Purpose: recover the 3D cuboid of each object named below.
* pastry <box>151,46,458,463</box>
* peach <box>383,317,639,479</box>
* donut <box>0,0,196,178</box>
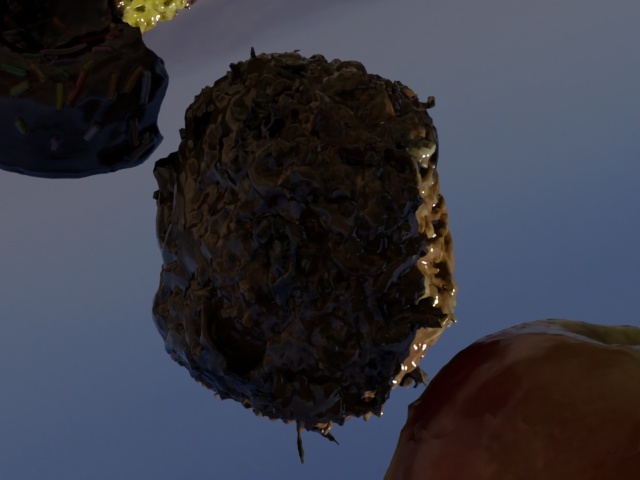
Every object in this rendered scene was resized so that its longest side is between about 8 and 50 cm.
[{"bbox_3d":[0.000,0.000,1.002,0.193,0.274,0.275,10,173,-27],"label":"pastry"},{"bbox_3d":[0.178,0.235,0.750,0.242,0.380,0.306,2,-173,39],"label":"peach"},{"bbox_3d":[-0.197,-0.162,1.105,0.216,0.230,0.096,19,154,7],"label":"donut"}]
